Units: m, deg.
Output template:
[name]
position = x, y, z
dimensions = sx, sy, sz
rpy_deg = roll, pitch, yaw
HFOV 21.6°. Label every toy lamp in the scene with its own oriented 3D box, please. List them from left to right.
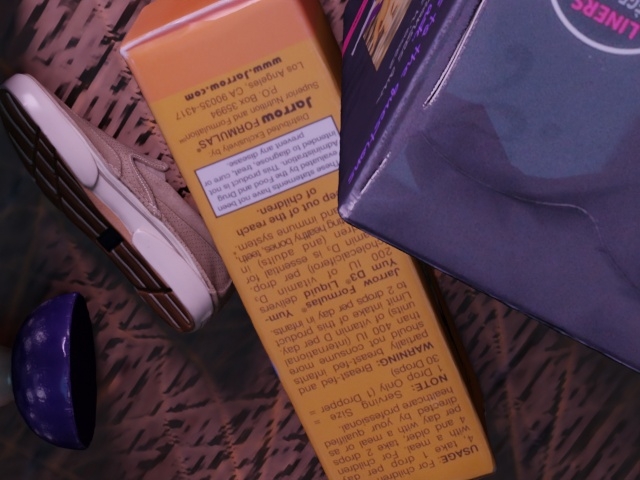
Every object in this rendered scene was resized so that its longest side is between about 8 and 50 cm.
[toy lamp]
position = -0.241, 0.061, 0.741
dimensions = 0.274, 0.080, 0.080
rpy_deg = -4, 111, 1

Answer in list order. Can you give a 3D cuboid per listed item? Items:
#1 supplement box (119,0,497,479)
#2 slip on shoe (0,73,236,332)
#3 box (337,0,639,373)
[supplement box]
position = 0.000, 0.000, 0.712
dimensions = 0.080, 0.078, 0.233
rpy_deg = -23, 108, 10
[slip on shoe]
position = -0.085, -0.022, 0.727
dimensions = 0.135, 0.051, 0.041
rpy_deg = 49, 65, -7
[box]
position = 0.108, -0.074, 0.578
dimensions = 0.165, 0.270, 0.143
rpy_deg = 26, 110, -9
